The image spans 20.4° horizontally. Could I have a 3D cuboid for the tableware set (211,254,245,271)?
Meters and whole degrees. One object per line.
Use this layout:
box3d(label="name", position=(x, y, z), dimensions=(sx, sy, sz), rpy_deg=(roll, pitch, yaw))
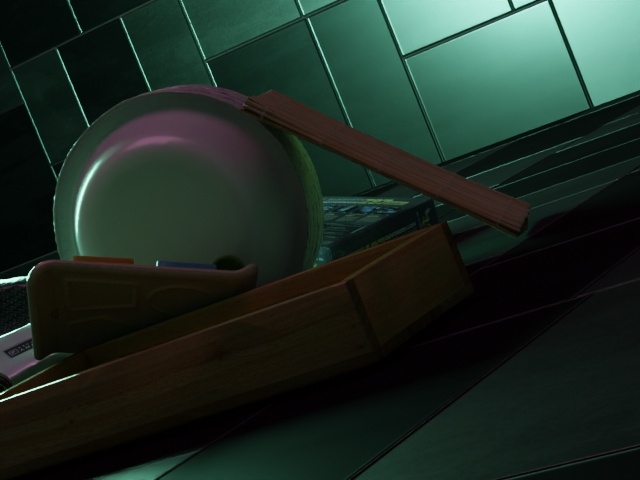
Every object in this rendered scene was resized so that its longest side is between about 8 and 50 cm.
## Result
box3d(label="tableware set", position=(-0.135, 0.081, 1.769), dimensions=(0.154, 0.104, 0.024), rpy_deg=(-23, 5, -4))

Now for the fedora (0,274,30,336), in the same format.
box3d(label="fedora", position=(-0.378, 0.131, 2.001), dimensions=(0.334, 0.152, 0.334), rpy_deg=(-20, 4, 1))

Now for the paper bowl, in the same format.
box3d(label="paper bowl", position=(-0.147, -0.020, 1.891), dimensions=(0.284, 0.284, 0.148), rpy_deg=(-21, 5, 14))

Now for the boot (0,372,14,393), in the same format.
box3d(label="boot", position=(-0.369, 0.201, 1.601), dimensions=(0.236, 0.085, 0.178), rpy_deg=(-30, 8, -14))

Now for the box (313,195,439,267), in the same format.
box3d(label="box", position=(0.000, 0.000, 2.130), dimensions=(0.233, 0.059, 0.183), rpy_deg=(3, 22, 46))

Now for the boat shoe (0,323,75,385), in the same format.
box3d(label="boat shoe", position=(-0.311, 0.154, 1.791), dimensions=(0.301, 0.102, 0.108), rpy_deg=(-26, 34, -24))

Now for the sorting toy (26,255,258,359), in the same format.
box3d(label="sorting toy", position=(-0.168, 0.062, 1.671), dimensions=(0.208, 0.038, 0.193), rpy_deg=(0, -27, -7))

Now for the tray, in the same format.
box3d(label="tray", position=(-0.092, 0.100, 1.518), dimensions=(0.411, 0.076, 0.203), rpy_deg=(-21, 4, 30))

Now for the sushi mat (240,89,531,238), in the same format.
box3d(label="sushi mat", position=(0.075, -0.084, 1.861), dimensions=(0.151, 0.316, 0.019), rpy_deg=(-47, -19, -77))
